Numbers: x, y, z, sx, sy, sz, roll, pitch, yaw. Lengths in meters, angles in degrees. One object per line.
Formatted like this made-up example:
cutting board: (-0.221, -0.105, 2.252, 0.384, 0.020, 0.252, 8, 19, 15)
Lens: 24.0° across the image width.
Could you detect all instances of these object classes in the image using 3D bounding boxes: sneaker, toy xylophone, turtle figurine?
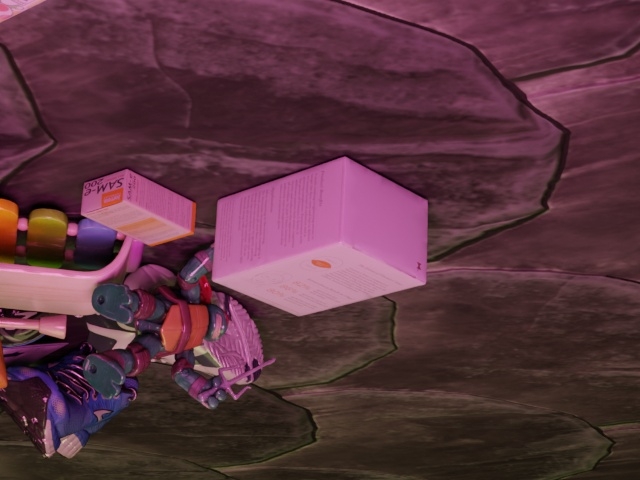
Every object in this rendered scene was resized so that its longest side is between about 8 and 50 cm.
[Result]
sneaker: (-0.394, 0.078, 1.721, 0.188, 0.067, 0.078, 8, 163, -7)
toy xylophone: (-0.348, 0.022, 1.562, 0.323, 0.081, 0.236, 10, 156, -17)
sneaker: (-0.186, 0.110, 1.746, 0.153, 0.094, 0.235, -14, 153, 36)
turtle figurine: (-0.144, 0.092, 1.582, 0.118, 0.175, 0.234, -7, 179, 37)
sneaker: (-0.316, 0.183, 1.885, 0.147, 0.130, 0.330, -41, 174, -5)

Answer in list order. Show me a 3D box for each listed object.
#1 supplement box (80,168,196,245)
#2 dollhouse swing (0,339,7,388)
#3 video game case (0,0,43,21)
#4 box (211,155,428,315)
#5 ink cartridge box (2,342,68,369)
supplement box: (-0.178, -0.031, 1.477, 0.062, 0.036, 0.098, -15, 152, 35)
dollhouse swing: (-0.482, 0.026, 1.255, 0.347, 0.315, 0.305, -11, 175, -2)
video game case: (-0.335, -0.205, 1.090, 0.206, 0.026, 0.227, -16, 151, 38)
box: (0.000, 0.000, 1.465, 0.170, 0.091, 0.130, -16, 151, 38)
ink cartridge box: (-0.442, 0.161, 1.836, 0.208, 0.045, 0.206, -30, 170, 15)
